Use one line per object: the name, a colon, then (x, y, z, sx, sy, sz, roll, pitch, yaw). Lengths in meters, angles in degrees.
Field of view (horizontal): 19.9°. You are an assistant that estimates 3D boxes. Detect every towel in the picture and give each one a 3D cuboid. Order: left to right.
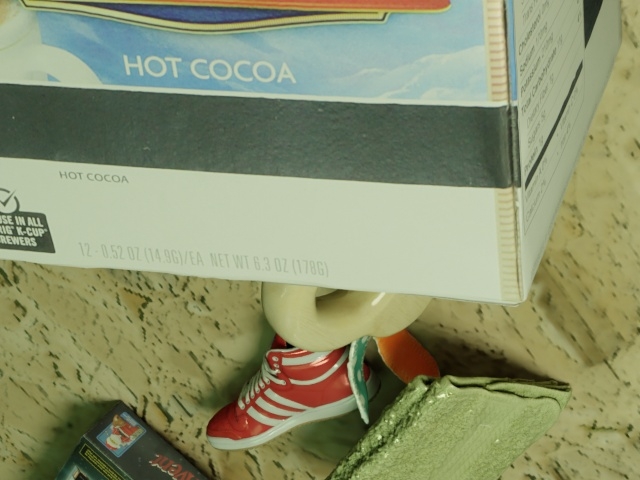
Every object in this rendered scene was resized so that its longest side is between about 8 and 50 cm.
towel: (0.067, 0.124, 1.048, 0.110, 0.027, 0.148, 8, 138, -34)

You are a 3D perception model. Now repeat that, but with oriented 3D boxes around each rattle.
rattle: (0.000, 0.000, 0.995, 0.142, 0.130, 0.200, 27, 165, 22)

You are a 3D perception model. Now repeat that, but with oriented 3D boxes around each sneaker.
sneaker: (-0.030, 0.082, 1.079, 0.118, 0.042, 0.067, -22, 120, 25)

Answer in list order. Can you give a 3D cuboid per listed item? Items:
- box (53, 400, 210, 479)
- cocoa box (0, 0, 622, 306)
box: (-0.085, 0.234, 1.182, 0.233, 0.044, 0.159, 41, 130, 6)
cocoa box: (-0.058, -0.139, 0.794, 0.347, 0.231, 0.228, 5, 126, 17)
